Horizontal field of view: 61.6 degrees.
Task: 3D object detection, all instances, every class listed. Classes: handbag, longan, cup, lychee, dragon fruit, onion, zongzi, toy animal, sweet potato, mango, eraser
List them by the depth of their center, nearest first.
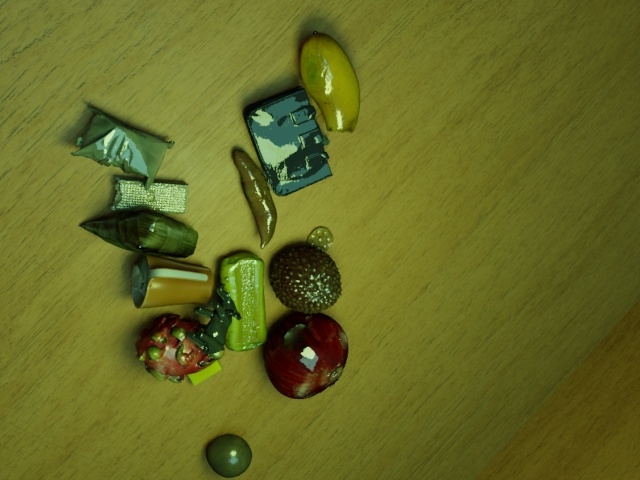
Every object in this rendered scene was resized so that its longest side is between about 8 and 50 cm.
[{"bbox_3d":[-0.602,-0.275,1.637,0.270,0.117,0.183,23,79,-29],"label":"handbag"},{"bbox_3d":[-0.590,-0.021,1.762,0.286,0.299,0.139,25,70,-67],"label":"zongzi"},{"bbox_3d":[-0.493,0.137,1.799,0.263,0.226,0.183,7,71,-34],"label":"cup"},{"bbox_3d":[-0.359,0.268,1.819,0.146,0.114,0.245,45,65,-46],"label":"toy animal"},{"bbox_3d":[0.041,-0.527,1.819,0.187,0.144,0.359,-43,125,-22],"label":"mango"},{"bbox_3d":[-0.095,-0.345,1.848,0.269,0.118,0.326,-22,118,-8],"label":"handbag"},{"bbox_3d":[-0.483,0.364,1.874,0.307,0.227,0.243,-34,112,-38],"label":"dragon fruit"},{"bbox_3d":[-0.215,-0.152,1.877,0.106,0.095,0.355,-28,112,-35],"label":"sweet potato"},{"bbox_3d":[-0.048,0.150,1.980,0.267,0.267,0.268,-9,113,-22],"label":"lychee"},{"bbox_3d":[-0.448,0.478,2.038,0.122,0.045,0.097,-28,118,-13],"label":"eraser"},{"bbox_3d":[-0.058,0.418,2.046,0.341,0.341,0.342,-9,113,-22],"label":"onion"},{"bbox_3d":[-0.374,0.871,2.167,0.184,0.159,0.204,30,134,-15],"label":"longan"}]

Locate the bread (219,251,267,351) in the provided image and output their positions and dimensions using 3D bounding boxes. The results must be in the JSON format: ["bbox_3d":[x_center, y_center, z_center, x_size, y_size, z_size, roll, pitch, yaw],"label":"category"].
[{"bbox_3d":[-0.288,0.225,1.977,0.166,0.112,0.384,-9,111,-24],"label":"bread"}]

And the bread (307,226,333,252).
[{"bbox_3d":[0.000,0.000,2.075,0.110,0.024,0.110,-8,113,-21],"label":"bread"}]

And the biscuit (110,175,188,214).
[{"bbox_3d":[-0.551,-0.143,1.743,0.238,0.062,0.108,3,108,-25],"label":"biscuit"}]
